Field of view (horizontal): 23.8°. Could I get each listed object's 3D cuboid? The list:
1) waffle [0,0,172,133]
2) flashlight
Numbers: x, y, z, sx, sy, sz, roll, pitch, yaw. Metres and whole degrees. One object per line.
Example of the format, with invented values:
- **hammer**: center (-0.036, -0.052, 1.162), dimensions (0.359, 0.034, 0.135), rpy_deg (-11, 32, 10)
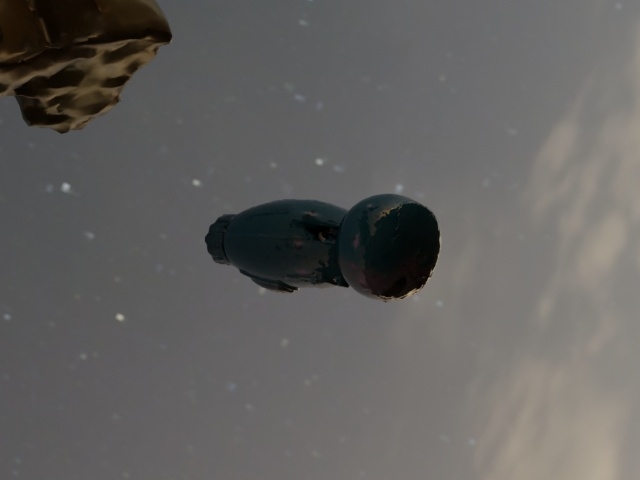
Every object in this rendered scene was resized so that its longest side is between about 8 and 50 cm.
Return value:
- **waffle**: center (-0.243, -0.169, 0.500), dimensions (0.348, 0.304, 0.077), rpy_deg (-8, -26, -50)
- **flashlight**: center (0.000, 0.000, 0.706), dimensions (0.051, 0.129, 0.051), rpy_deg (-6, -82, -46)
